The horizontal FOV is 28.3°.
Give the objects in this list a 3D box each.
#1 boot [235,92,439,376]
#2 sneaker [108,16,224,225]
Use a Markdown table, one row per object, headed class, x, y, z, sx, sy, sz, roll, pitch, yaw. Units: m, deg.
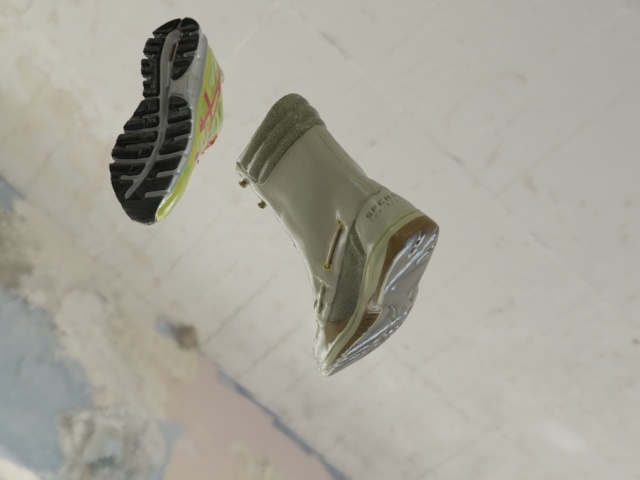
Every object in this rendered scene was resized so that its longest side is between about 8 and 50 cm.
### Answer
| class | x | y | z | sx | sy | sz | roll | pitch | yaw |
| --- | --- | --- | --- | --- | --- | --- | --- | --- | --- |
| boot | 0.000 | 0.000 | 1.001 | 0.165 | 0.077 | 0.213 | 47 | -33 | 19 |
| sneaker | -0.128 | -0.101 | 1.181 | 0.081 | 0.208 | 0.094 | 0 | -28 | 27 |
